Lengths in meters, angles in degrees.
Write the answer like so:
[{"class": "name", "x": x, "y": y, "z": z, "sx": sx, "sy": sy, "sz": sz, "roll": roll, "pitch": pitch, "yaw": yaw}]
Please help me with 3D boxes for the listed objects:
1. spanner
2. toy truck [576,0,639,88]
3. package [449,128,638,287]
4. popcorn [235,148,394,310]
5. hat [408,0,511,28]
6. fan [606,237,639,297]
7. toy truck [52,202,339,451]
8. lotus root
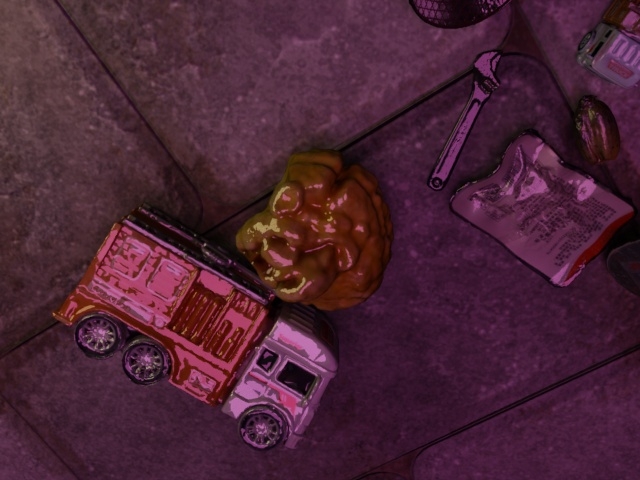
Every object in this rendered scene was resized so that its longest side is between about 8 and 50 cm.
[{"class": "spanner", "x": 0.194, "y": -0.160, "z": 1.024, "sx": 0.046, "sy": 0.012, "sz": 0.208, "roll": 21, "pitch": 114, "yaw": -4}, {"class": "toy truck", "x": 0.394, "y": -0.267, "z": 0.908, "sx": 0.080, "sy": 0.115, "sz": 0.177, "roll": 28, "pitch": 114, "yaw": -8}, {"class": "package", "x": 0.307, "y": -0.045, "z": 1.054, "sx": 0.232, "sy": 0.040, "sz": 0.166, "roll": 31, "pitch": 115, "yaw": -17}, {"class": "popcorn", "x": 0.000, "y": 0.000, "z": 1.005, "sx": 0.200, "sy": 0.203, "sz": 0.226, "roll": 29, "pitch": 130, "yaw": 3}, {"class": "hat", "x": 0.173, "y": -0.358, "z": 0.911, "sx": 0.193, "sy": 0.082, "sz": 0.193, "roll": -18, "pitch": 143, "yaw": -14}, {"class": "fan", "x": 0.545, "y": 0.061, "z": 1.019, "sx": 0.294, "sy": 0.012, "sz": 0.223, "roll": 26, "pitch": 152, "yaw": -7}, {"class": "toy truck", "x": -0.153, "y": 0.118, "z": 1.082, "sx": 0.388, "sy": 0.173, "sz": 0.206, "roll": 31, "pitch": 103, "yaw": -6}, {"class": "lotus root", "x": 0.361, "y": -0.147, "z": 0.996, "sx": 0.054, "sy": 0.049, "sz": 0.099, "roll": -11, "pitch": 110, "yaw": 31}]
